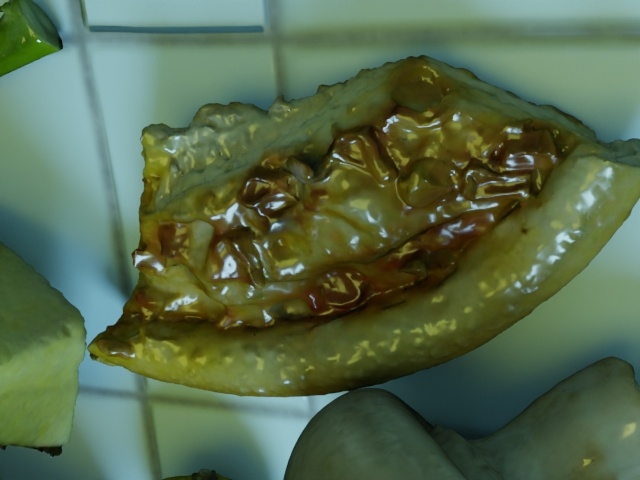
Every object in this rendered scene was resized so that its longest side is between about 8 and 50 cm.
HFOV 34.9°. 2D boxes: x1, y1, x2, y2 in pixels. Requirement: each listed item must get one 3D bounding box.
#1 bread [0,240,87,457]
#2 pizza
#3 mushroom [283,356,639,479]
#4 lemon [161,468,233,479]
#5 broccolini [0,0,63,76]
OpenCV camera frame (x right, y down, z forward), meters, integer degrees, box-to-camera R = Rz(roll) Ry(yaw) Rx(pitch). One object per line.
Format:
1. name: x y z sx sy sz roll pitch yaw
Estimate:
1. bread: -0.287 0.062 0.623 0.240 0.178 0.135 30 122 24
2. pizza: 0.000 0.000 0.564 0.365 0.074 0.182 -13 115 26
3. mushroom: 0.083 0.152 0.530 0.206 0.206 0.209 42 119 0
4. lemon: -0.080 0.209 0.670 0.109 0.109 0.133 16 109 15
5. broccolini: -0.335 -0.090 0.683 0.392 0.079 0.074 -18 94 20
